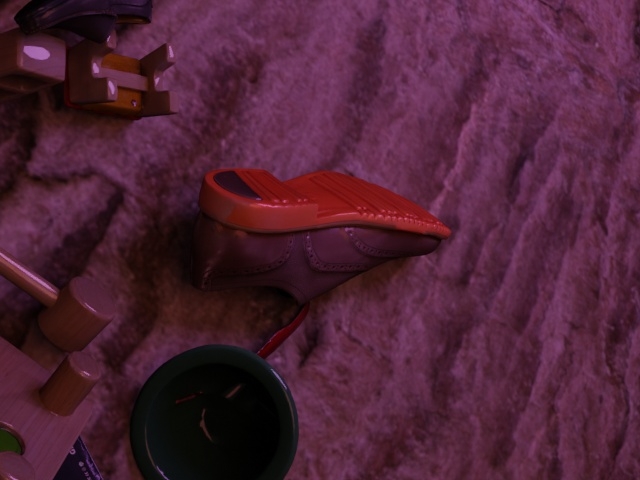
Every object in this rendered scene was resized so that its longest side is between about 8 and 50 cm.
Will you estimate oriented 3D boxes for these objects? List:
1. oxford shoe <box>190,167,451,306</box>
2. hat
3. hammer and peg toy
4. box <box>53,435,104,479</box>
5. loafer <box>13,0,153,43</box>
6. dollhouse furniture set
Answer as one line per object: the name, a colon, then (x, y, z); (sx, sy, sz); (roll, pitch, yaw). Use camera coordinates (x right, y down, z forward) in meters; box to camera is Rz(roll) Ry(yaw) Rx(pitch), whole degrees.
oxford shoe: (0.000, 0.000, 1.294); (0.364, 0.130, 0.132); (3, 113, -40)
hat: (-0.083, 0.187, 1.242); (0.208, 0.183, 0.173); (-28, 85, 10)
hammer and peg toy: (-0.327, 0.107, 0.979); (0.266, 0.361, 0.127); (38, 108, -8)
box: (-0.268, 0.283, 1.036); (0.175, 0.051, 0.220); (-20, 68, -34)
loafer: (-0.214, -0.216, 1.064); (0.170, 0.062, 0.061); (-36, 116, -47)
dollhouse furniture set: (-0.326, -0.235, 1.100); (0.374, 0.152, 0.201); (6, 78, -50)
